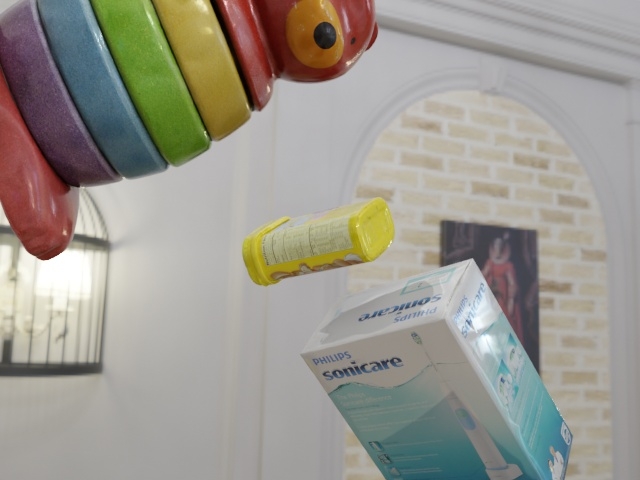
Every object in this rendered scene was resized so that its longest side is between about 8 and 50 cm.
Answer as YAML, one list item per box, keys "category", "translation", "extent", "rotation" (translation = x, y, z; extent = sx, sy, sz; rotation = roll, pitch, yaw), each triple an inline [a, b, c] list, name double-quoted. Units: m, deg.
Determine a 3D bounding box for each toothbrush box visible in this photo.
- category: "toothbrush box"
  translation: [0.150, 0.196, 0.916]
  extent: [0.216, 0.296, 0.126]
  rotation: [-21, 21, 37]

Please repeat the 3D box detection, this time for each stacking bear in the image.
- category: "stacking bear"
  translation: [-0.097, -0.134, 0.518]
  extent: [0.288, 0.175, 0.164]
  rotation: [-22, 32, -4]

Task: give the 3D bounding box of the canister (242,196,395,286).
- category: "canister"
  translation: [0.000, 0.000, 0.955]
  extent: [0.169, 0.073, 0.126]
  rotation: [-12, 12, 28]
